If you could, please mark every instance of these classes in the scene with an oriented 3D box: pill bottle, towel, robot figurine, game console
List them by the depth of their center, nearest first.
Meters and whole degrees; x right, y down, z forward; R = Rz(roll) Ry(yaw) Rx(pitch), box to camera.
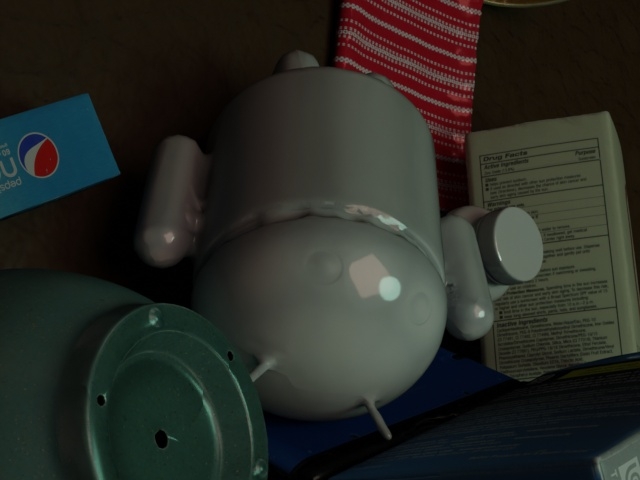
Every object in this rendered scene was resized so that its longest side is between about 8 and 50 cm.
[{"bbox_3d":[0.000,0.000,1.077,0.300,0.199,0.353,13,44,-11],"label":"robot figurine"},{"bbox_3d":[0.053,0.216,1.131,0.293,0.250,0.173,-12,115,-44],"label":"game console"},{"bbox_3d":[0.122,0.020,1.245,0.094,0.169,0.094,14,69,-40],"label":"pill bottle"},{"bbox_3d":[0.092,-0.172,1.365,0.199,0.031,0.274,20,67,-37],"label":"towel"}]

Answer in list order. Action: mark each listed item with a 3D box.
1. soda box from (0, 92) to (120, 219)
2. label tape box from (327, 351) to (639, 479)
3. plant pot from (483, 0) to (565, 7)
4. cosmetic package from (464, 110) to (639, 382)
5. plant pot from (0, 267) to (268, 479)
[{"bbox_3d":[-0.256,-0.045,0.981,0.210,0.067,0.071,-26,97,-44],"label":"soda box"},{"bbox_3d":[0.216,0.168,1.010,0.348,0.249,0.115,-15,90,-44],"label":"label tape box"},{"bbox_3d":[0.227,-0.428,1.453,0.237,0.237,0.254,23,52,-37],"label":"plant pot"},{"bbox_3d":[0.237,0.038,1.319,0.129,0.153,0.296,43,43,-64],"label":"cosmetic package"},{"bbox_3d":[-0.161,0.145,0.887,0.293,0.196,0.293,30,51,-47],"label":"plant pot"}]
